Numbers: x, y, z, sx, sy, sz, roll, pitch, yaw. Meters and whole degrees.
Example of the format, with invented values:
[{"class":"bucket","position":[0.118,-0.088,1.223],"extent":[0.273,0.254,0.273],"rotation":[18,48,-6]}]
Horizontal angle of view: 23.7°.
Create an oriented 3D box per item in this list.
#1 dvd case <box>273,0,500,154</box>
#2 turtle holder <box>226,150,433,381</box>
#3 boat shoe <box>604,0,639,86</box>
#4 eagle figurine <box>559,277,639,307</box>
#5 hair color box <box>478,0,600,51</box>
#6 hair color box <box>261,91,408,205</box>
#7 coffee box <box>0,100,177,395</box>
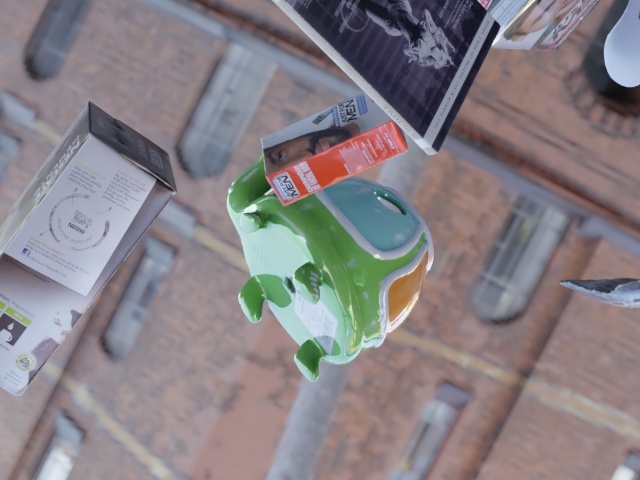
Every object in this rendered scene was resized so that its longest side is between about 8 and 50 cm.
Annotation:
[{"class":"dvd case","position":[0.065,-0.209,1.398],"extent":[0.221,0.164,0.018],"rotation":[42,150,-26]},{"class":"turtle holder","position":[0.007,0.018,2.095],"extent":[0.320,0.227,0.243],"rotation":[29,139,51]},{"class":"boat shoe","position":[0.442,-0.308,2.028],"extent":[0.080,0.228,0.076],"rotation":[31,-130,26]},{"class":"eagle figurine","position":[0.445,0.069,1.840],"extent":[0.225,0.298,0.226],"rotation":[2,-124,-26]},{"class":"hair color box","position":[0.272,-0.337,1.874],"extent":[0.113,0.185,0.374],"rotation":[45,-161,12]},{"class":"hair color box","position":[0.015,-0.117,1.839],"extent":[0.053,0.167,0.093],"rotation":[58,-168,-33]},{"class":"coffee box","position":[-0.299,0.006,1.728],"extent":[0.119,0.297,0.168],"rotation":[35,-170,-17]}]
